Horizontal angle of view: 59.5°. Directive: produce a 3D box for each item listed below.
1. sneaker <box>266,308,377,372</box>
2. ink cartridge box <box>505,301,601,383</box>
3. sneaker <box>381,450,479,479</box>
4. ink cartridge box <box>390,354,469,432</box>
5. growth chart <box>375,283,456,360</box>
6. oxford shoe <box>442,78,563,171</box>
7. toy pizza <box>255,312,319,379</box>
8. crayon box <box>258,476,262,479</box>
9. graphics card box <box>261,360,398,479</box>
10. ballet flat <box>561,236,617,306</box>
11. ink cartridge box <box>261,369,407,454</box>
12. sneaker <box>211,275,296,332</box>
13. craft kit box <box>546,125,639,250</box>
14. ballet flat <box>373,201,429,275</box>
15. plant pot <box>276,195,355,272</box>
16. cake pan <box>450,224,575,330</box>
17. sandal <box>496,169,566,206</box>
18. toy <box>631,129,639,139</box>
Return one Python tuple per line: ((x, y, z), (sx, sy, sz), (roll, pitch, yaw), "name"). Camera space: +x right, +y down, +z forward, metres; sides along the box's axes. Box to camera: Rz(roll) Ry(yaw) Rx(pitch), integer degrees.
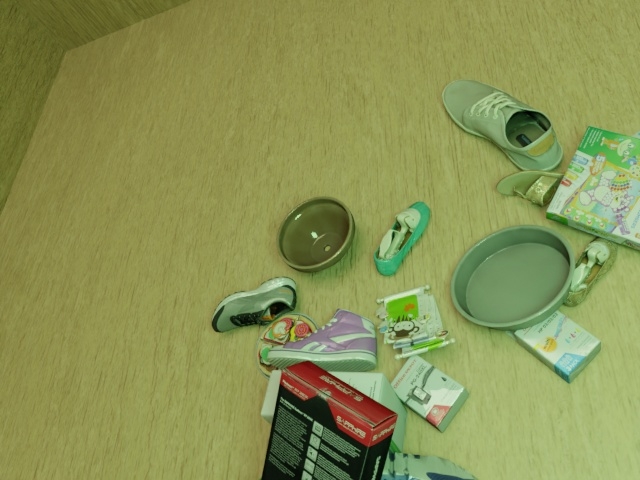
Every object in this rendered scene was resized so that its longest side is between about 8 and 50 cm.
((0.006, 0.258, 1.452), (0.282, 0.102, 0.161), (-2, 55, 8), "sneaker")
((0.509, 0.213, 1.244), (0.104, 0.061, 0.181), (-44, 50, -5), "ink cartridge box")
((0.174, 0.548, 1.171), (0.315, 0.127, 0.182), (14, 106, 8), "sneaker")
((0.246, 0.349, 1.293), (0.150, 0.063, 0.109), (30, 77, 37), "ink cartridge box")
((0.223, 0.200, 1.390), (0.172, 0.021, 0.237), (-23, 34, 9), "growth chart")
((0.500, -0.353, 1.572), (0.169, 0.130, 0.449), (-37, 49, 4), "oxford shoe")
((-0.093, 0.287, 1.529), (0.201, 0.032, 0.201), (-13, 55, 20), "toy pizza")
((-0.059, 0.639, 1.254), (0.203, 0.083, 0.323), (-45, 50, -5), "crayon box")
((0.000, 0.453, 1.103), (0.232, 0.094, 0.371), (22, 108, 36), "graphics card box")
((0.617, 0.060, 1.283), (0.073, 0.067, 0.206), (26, 74, 38), "ballet flat")
((0.034, 0.393, 1.277), (0.278, 0.201, 0.117), (-5, 49, 25), "ink cartridge box")
((-0.190, 0.198, 1.586), (0.271, 0.100, 0.108), (-26, 44, 10), "sneaker")
((0.696, -0.121, 1.303), (0.246, 0.061, 0.250), (24, 81, 26), "craft kit box")
((0.222, -0.020, 1.527), (0.083, 0.087, 0.247), (21, 71, 36), "ballet flat")
((0.000, 0.000, 1.615), (0.237, 0.110, 0.237), (-13, 54, 19), "plant pot")
((0.450, 0.090, 1.314), (0.293, 0.054, 0.293), (-26, 37, 22), "cake pan")
((0.570, -0.126, 1.414), (0.240, 0.088, 0.079), (-5, 52, 19), "sandal")
((0.827, -0.196, 1.346), (0.137, 0.056, 0.237), (-35, 51, 1), "toy")
